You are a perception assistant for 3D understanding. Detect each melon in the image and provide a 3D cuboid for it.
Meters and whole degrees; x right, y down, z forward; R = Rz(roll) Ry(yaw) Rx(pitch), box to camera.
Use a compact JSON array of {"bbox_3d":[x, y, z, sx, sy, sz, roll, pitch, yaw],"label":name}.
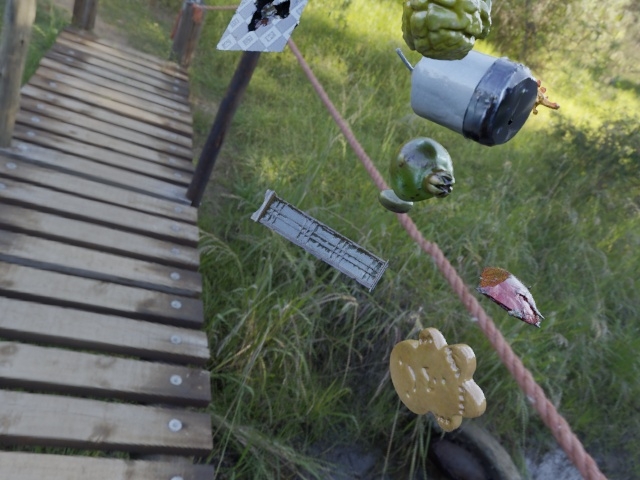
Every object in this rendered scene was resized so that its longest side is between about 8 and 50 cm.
[{"bbox_3d":[0.333,-0.175,2.251,0.162,0.099,0.099,20,32,1],"label":"melon"}]

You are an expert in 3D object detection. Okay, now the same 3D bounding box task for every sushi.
[{"bbox_3d":[-0.118,-0.541,1.238,0.220,0.231,0.047,16,-15,33],"label":"sushi"}]

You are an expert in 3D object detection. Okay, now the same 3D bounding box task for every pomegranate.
[{"bbox_3d":[0.288,-0.207,1.483,0.190,0.159,0.241,-12,35,18],"label":"pomegranate"}]

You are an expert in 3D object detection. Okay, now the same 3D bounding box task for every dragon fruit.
[{"bbox_3d":[0.732,0.198,1.915,0.282,0.100,0.343,41,21,7],"label":"dragon fruit"}]

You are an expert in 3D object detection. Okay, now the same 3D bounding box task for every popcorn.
[{"bbox_3d":[0.148,-0.270,0.594,0.106,0.116,0.120,12,3,1],"label":"popcorn"}]

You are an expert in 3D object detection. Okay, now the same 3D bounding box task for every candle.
[{"bbox_3d":[0.372,-0.401,1.345,0.342,0.221,0.221,35,30,31],"label":"candle"}]

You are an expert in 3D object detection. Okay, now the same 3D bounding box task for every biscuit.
[{"bbox_3d":[0.299,0.375,1.383,0.052,0.355,0.275,-8,86,-29],"label":"biscuit"}]

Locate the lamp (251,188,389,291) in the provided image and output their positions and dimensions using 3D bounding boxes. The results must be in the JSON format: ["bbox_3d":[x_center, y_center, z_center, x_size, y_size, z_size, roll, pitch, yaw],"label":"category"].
[{"bbox_3d":[0.000,0.000,1.186,0.325,0.089,0.090,32,0,-1],"label":"lamp"}]

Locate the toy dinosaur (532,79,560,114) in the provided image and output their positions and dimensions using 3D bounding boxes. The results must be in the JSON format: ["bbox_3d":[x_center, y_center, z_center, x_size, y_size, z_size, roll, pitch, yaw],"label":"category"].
[{"bbox_3d":[0.707,-0.530,1.784,0.288,0.070,0.117,27,69,17],"label":"toy dinosaur"}]
